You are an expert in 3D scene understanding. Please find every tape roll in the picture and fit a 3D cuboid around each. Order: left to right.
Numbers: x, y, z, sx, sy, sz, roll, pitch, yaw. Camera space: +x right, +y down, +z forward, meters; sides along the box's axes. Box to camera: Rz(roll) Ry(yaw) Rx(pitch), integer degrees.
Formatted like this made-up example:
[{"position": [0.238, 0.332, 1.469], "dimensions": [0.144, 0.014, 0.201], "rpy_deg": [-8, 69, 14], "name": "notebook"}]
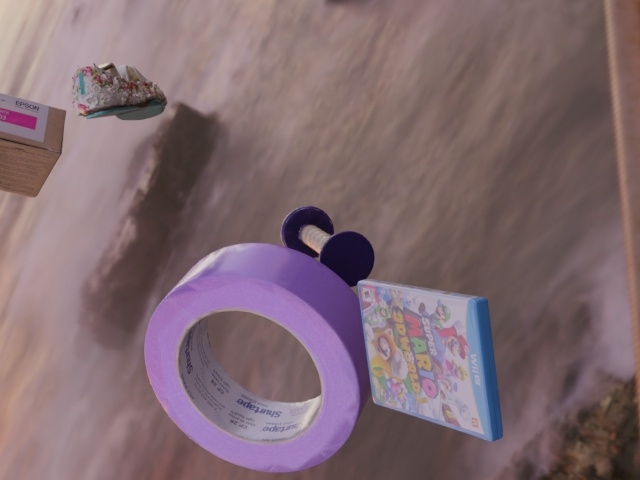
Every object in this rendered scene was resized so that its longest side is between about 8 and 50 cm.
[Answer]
[{"position": [-0.071, 0.144, 1.299], "dimensions": [0.275, 0.274, 0.090], "rpy_deg": [-53, 0, 32], "name": "tape roll"}]

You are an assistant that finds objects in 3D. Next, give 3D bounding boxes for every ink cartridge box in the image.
[{"position": [-0.557, -0.167, 1.765], "dimensions": [0.193, 0.234, 0.088], "rpy_deg": [-39, 43, 54], "name": "ink cartridge box"}]

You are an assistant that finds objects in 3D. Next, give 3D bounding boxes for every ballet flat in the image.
[{"position": [-0.280, -0.213, 1.514], "dimensions": [0.241, 0.091, 0.077], "rpy_deg": [-29, -77, -79], "name": "ballet flat"}]

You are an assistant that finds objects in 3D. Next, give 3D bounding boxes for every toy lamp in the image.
[{"position": [0.000, 0.000, 1.434], "dimensions": [0.080, 0.080, 0.274], "rpy_deg": [-66, 16, 1], "name": "toy lamp"}]

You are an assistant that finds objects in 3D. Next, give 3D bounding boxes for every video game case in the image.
[{"position": [0.091, 0.099, 0.927], "dimensions": [0.166, 0.015, 0.119], "rpy_deg": [7, 107, 57], "name": "video game case"}]
